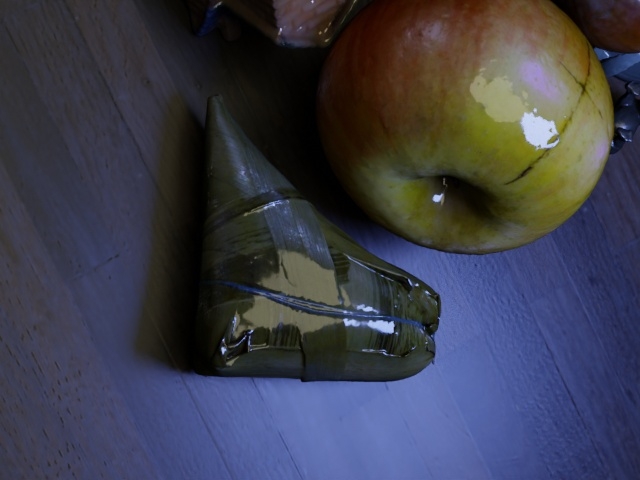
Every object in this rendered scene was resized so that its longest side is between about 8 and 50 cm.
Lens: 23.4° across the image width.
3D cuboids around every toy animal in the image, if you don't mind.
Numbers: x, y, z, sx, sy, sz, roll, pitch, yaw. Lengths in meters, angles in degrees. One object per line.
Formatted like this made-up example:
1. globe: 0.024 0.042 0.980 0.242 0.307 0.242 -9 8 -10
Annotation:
1. toy animal: 0.310 -0.114 1.673 0.047 0.065 0.135 42 69 4

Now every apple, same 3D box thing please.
1. apple: 0.141 -0.126 1.488 0.286 0.286 0.233 31 52 -18

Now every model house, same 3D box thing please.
1. model house: -0.050 -0.268 1.481 0.166 0.183 0.172 -30 136 -24

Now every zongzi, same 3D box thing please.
1. zongzi: 0.000 0.000 1.506 0.251 0.125 0.274 4 79 -21

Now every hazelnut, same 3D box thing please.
1. hazelnut: 0.293 -0.273 1.528 0.182 0.182 0.182 2 85 -23

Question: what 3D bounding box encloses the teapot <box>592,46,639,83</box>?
1. teapot: 0.376 -0.253 1.665 0.239 0.149 0.162 -41 103 -20
